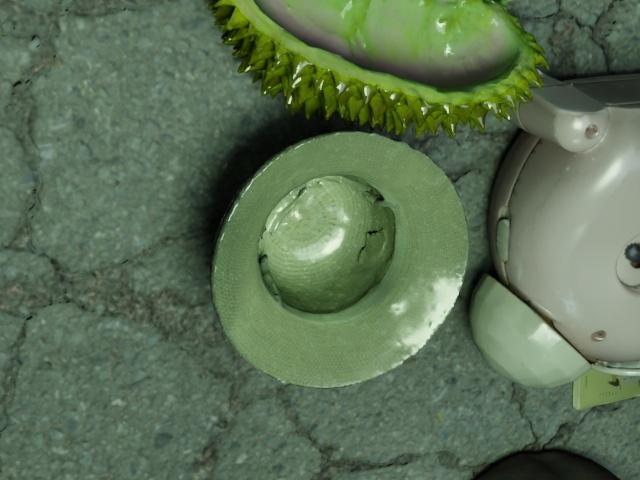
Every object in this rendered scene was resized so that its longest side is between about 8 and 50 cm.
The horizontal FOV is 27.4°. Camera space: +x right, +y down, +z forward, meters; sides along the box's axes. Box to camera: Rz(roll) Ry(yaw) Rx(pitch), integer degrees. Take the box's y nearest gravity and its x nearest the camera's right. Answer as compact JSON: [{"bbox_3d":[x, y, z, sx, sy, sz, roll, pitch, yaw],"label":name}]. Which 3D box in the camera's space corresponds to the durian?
[{"bbox_3d":[0.055,-0.182,1.188,0.355,0.157,0.170,7,91,-24],"label":"durian"}]

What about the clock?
[{"bbox_3d":[0.323,-0.012,1.357,0.342,0.184,0.326,-4,116,-15],"label":"clock"}]

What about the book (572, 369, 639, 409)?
[{"bbox_3d":[0.343,0.150,1.511,0.110,0.014,0.077,-10,114,-18],"label":"book"}]

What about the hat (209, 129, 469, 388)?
[{"bbox_3d":[0.000,0.000,1.247,0.257,0.130,0.257,-8,114,-19],"label":"hat"}]

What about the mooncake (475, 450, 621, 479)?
[{"bbox_3d":[0.263,0.361,1.502,0.244,0.133,0.245,-12,118,-24],"label":"mooncake"}]
